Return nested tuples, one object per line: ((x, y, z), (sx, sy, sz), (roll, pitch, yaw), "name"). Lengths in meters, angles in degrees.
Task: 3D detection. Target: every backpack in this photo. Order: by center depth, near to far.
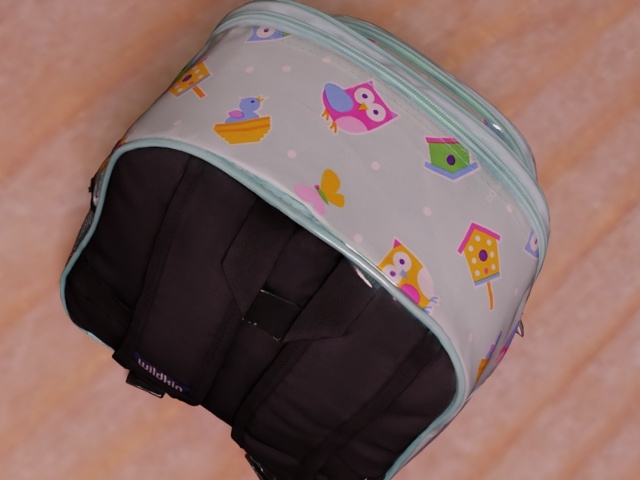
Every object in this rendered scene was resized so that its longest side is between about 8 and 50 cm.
((0.000, 0.000, 0.505), (0.166, 0.188, 0.144), (38, 68, 4), "backpack")
